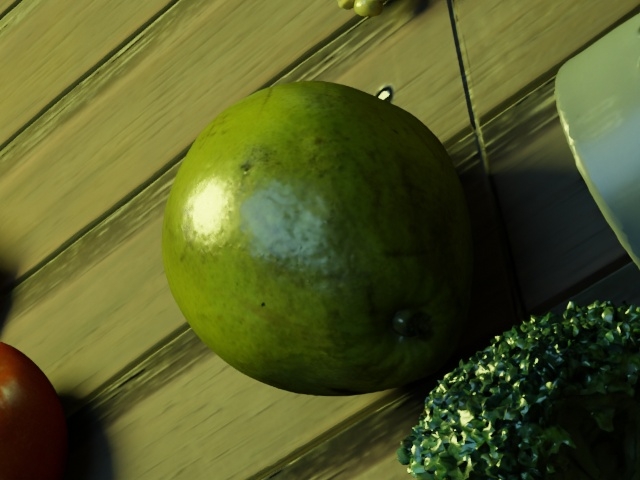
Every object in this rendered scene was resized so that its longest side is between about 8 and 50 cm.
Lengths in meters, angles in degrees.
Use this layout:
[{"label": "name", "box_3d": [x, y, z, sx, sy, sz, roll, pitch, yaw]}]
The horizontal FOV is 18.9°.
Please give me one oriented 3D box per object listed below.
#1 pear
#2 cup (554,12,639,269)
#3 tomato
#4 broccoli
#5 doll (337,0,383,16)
[{"label": "pear", "box_3d": [0.000, 0.000, 1.291, 0.212, 0.212, 0.269, -57, 32, 12]}, {"label": "cup", "box_3d": [0.277, -0.097, 1.061, 0.234, 0.186, 0.258, -34, 20, 24]}, {"label": "tomato", "box_3d": [-0.292, 0.176, 1.607, 0.195, 0.136, 0.195, -22, 59, 42]}, {"label": "broccoli", "box_3d": [0.151, 0.133, 1.095, 0.194, 0.219, 0.194, 6, 102, 31]}, {"label": "doll", "box_3d": [0.033, -0.306, 1.504, 0.117, 0.086, 0.291, 131, 143, -55]}]
